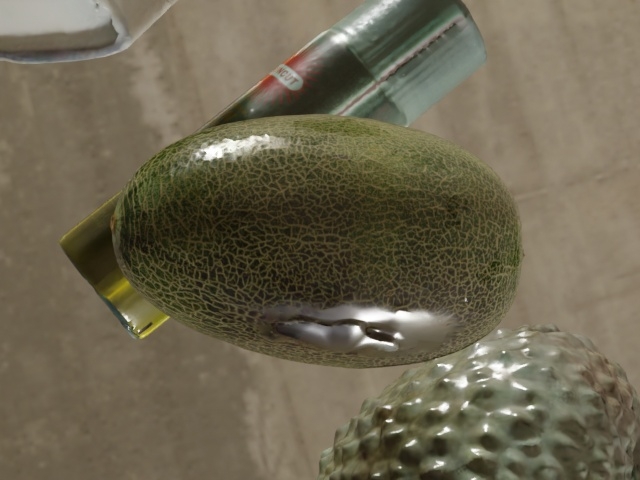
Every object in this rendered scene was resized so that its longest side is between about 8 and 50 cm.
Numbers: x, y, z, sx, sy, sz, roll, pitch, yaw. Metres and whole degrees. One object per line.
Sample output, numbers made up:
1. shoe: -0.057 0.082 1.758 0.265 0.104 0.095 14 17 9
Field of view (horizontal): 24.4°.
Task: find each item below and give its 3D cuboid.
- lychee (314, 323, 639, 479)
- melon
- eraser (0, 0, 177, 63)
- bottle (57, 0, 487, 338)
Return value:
1. lychee: 0.128 0.185 1.109 0.255 0.274 0.255 -2 90 -72
2. melon: 0.000 0.000 0.574 0.099 0.162 0.099 -175 -90 -81
3. eraser: -0.155 -0.236 0.911 0.213 0.082 0.397 56 19 -14
4. bottle: -0.026 -0.057 0.921 0.082 0.286 0.082 51 -7 8
